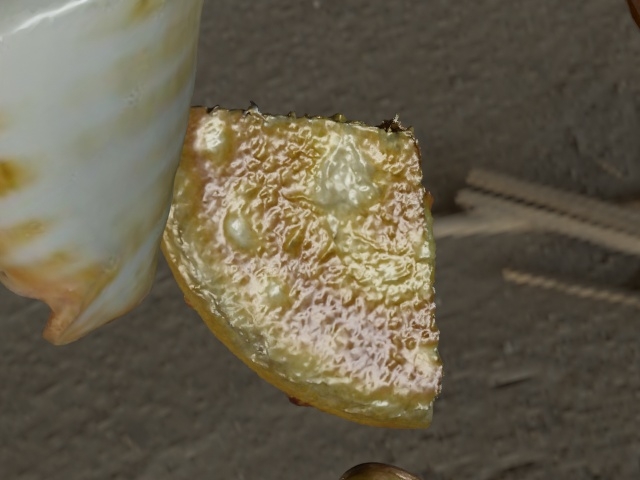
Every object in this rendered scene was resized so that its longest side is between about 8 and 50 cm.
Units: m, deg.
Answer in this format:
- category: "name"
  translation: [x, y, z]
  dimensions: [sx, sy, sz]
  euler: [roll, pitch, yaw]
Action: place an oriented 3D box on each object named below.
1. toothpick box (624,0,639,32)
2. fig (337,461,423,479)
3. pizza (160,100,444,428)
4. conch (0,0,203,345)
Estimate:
- category: "toothpick box"
  translation: [0.266, -0.074, 0.653]
  dimensions: [0.192, 0.192, 0.294]
  euler: [-40, 55, -20]
- category: "fig"
  translation: [0.046, 0.146, 0.945]
  dimensions: [0.083, 0.050, 0.050]
  euler: [7, 47, 1]
- category: "pizza"
  translation: [0.000, 0.000, 1.371]
  dimensions: [0.226, 0.335, 0.086]
  euler: [-48, 15, -18]
- category: "conch"
  translation: [-0.098, -0.081, 0.761]
  dimensions: [0.127, 0.255, 0.158]
  euler: [-4, 32, 26]
